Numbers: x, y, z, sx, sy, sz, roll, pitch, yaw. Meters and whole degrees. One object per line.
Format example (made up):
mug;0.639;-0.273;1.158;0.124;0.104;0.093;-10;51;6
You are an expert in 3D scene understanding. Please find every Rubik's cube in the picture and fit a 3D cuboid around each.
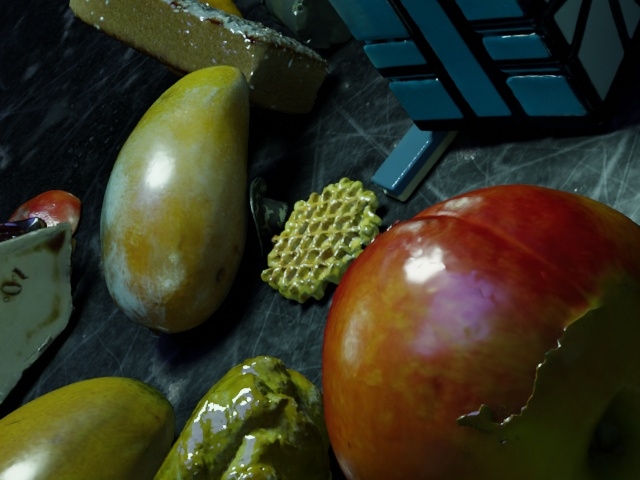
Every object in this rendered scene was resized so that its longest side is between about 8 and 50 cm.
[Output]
Rubik's cube;0.212;-0.320;1.701;0.283;0.288;0.294;6;55;41

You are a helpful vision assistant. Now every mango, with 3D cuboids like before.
mango;-0.187;-0.059;1.931;0.221;0.198;0.384;154;132;-76
mango;-0.331;0.313;1.723;0.378;0.221;0.263;-47;26;-21

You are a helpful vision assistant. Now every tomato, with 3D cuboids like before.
tomato;-0.474;-0.023;2.392;0.155;0.069;0.156;-30;37;25

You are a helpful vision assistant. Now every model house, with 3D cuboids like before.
model house;-0.538;0.122;2.217;0.282;0.297;0.317;2;92;61

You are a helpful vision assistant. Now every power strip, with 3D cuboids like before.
power strip;0.119;-0.106;1.830;0.123;0.032;0.056;-51;33;-9

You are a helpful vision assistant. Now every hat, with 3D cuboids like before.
hat;-0.068;-0.030;1.931;0.050;0.121;0.121;-1;41;0

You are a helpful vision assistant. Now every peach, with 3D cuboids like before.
peach;0.157;0.110;1.250;0.370;0.370;0.370;-30;35;24

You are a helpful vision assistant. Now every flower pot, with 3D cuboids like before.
flower pot;-0.002;-0.364;2.159;0.157;0.157;0.107;-40;43;9

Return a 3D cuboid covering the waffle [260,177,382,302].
waffle;0.004;-0.001;1.842;0.191;0.038;0.191;-30;35;24

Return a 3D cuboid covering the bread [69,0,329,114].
bread;-0.190;-0.309;2.163;0.416;0.165;0.113;28;99;35

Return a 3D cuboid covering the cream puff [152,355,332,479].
cream puff;-0.082;0.243;1.520;0.244;0.244;0.196;-47;63;-2

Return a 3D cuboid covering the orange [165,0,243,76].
orange;-0.199;-0.341;2.362;0.156;0.134;0.157;0;89;19
